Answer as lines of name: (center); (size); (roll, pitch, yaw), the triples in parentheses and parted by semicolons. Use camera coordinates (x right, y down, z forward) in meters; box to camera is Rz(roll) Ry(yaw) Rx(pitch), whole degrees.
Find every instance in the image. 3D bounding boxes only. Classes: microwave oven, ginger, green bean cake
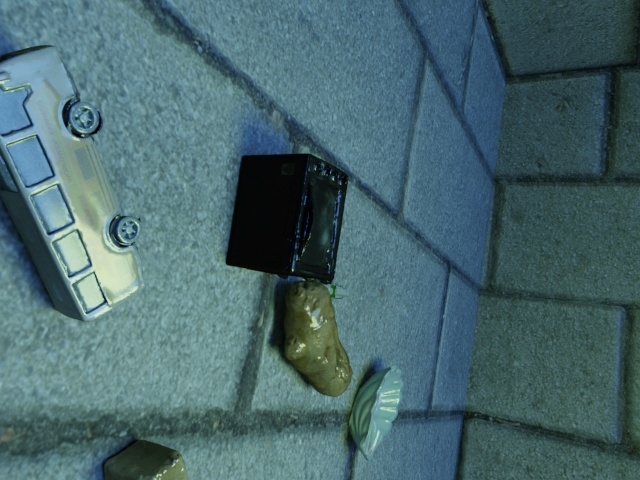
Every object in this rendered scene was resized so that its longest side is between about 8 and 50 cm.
microwave oven: (-0.055, -0.043, 1.060); (0.178, 0.188, 0.248); (17, 78, -59)
ginger: (-0.009, 0.250, 1.233); (0.190, 0.126, 0.354); (-61, 140, -44)
green bean cake: (-0.271, 0.423, 0.827); (0.085, 0.109, 0.179); (-26, 116, -56)

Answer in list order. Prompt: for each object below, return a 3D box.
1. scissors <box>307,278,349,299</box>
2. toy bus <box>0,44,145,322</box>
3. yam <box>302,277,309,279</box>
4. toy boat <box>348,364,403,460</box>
scissors: (0.021, 0.135, 1.367); (0.204, 0.027, 0.101); (21, 77, -57)
toy bus: (-0.340, -0.065, 0.673); (0.138, 0.097, 0.343); (-40, 128, -42)
yam: (0.001, 0.001, 1.322); (0.027, 0.029, 0.234); (97, 14, -57)
toy boat: (0.167, 0.517, 1.587); (0.290, 0.100, 0.200); (-60, 140, -38)
